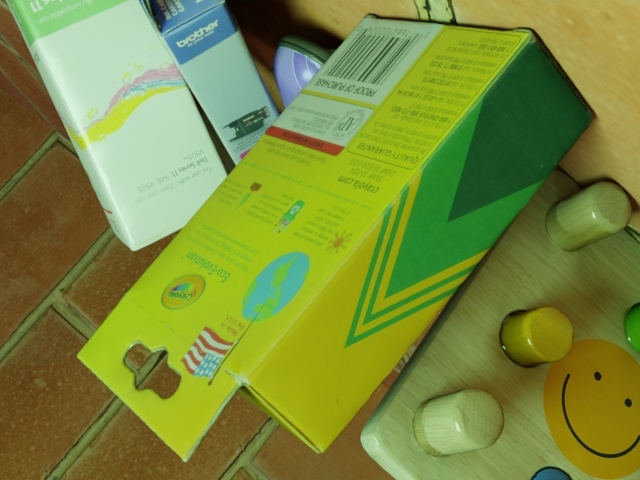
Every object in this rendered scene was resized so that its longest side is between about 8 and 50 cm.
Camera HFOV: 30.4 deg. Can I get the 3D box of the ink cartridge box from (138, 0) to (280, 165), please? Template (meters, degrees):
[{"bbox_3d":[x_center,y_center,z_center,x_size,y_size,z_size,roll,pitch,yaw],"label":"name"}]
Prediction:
[{"bbox_3d":[-0.108,-0.186,0.942,0.186,0.065,0.311,61,-178,25],"label":"ink cartridge box"}]

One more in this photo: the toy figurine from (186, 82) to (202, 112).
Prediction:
[{"bbox_3d":[-0.189,-0.182,1.358,0.159,0.130,0.173,31,-168,2],"label":"toy figurine"}]

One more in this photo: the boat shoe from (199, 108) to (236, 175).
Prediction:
[{"bbox_3d":[-0.019,-0.067,1.214,0.267,0.096,0.088,41,161,10],"label":"boat shoe"}]

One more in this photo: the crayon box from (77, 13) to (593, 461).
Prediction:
[{"bbox_3d":[0.000,0.000,0.758,0.081,0.318,0.202,46,169,-29],"label":"crayon box"}]

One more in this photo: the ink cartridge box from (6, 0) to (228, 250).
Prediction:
[{"bbox_3d":[-0.190,-0.114,1.181,0.354,0.119,0.207,66,169,-10],"label":"ink cartridge box"}]

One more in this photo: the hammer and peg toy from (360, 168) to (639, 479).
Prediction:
[{"bbox_3d":[0.221,0.157,0.797,0.361,0.266,0.127,43,152,-8],"label":"hammer and peg toy"}]

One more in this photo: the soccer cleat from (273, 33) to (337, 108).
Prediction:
[{"bbox_3d":[0.029,-0.050,1.023,0.108,0.116,0.318,33,168,36],"label":"soccer cleat"}]
